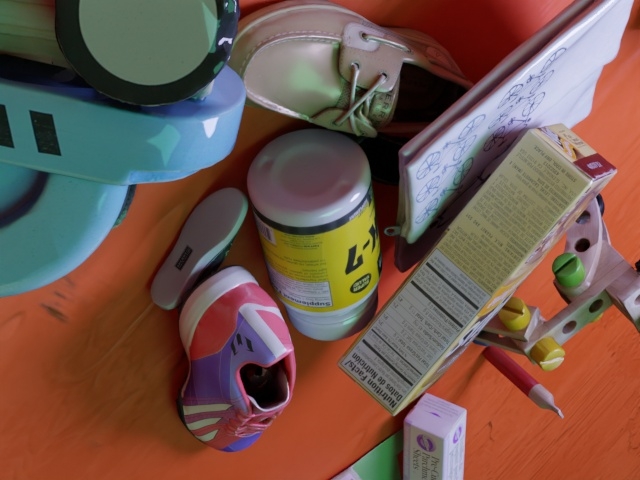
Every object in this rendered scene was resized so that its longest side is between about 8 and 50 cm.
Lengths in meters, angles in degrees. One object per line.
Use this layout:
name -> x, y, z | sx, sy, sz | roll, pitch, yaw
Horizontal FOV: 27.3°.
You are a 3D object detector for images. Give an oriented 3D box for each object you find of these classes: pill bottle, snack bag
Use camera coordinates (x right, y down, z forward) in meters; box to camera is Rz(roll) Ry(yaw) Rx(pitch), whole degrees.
pill bottle -> 0.000, 0.000, 1.308 | 0.119, 0.119, 0.208 | -32, 143, -17
snack bag -> 0.193, -0.108, 1.352 | 0.323, 0.037, 0.342 | -41, 164, -13

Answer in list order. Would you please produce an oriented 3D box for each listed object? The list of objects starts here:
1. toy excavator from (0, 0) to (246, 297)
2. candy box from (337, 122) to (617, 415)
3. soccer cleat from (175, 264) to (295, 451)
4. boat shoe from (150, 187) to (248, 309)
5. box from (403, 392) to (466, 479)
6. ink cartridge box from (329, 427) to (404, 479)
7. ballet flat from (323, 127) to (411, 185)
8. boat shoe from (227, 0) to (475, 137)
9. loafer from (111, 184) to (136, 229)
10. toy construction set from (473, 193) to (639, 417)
toy excavator -> -0.283, -0.038, 0.875 | 0.432, 0.222, 0.445 | 10, 111, -9
candy box -> 0.166, 0.026, 1.372 | 0.316, 0.087, 0.183 | -53, 168, 18
soccer cleat -> -0.079, 0.154, 1.355 | 0.108, 0.116, 0.318 | -32, 152, -23
boat shoe -> -0.113, 0.008, 1.274 | 0.142, 0.049, 0.040 | -52, 153, 15
box -> 0.152, 0.348, 1.782 | 0.063, 0.067, 0.324 | -45, 146, -41
ink cartridge box -> 0.061, 0.359, 1.748 | 0.235, 0.056, 0.171 | -31, 140, -17
ballet flat -> 0.064, -0.082, 1.353 | 0.173, 0.049, 0.057 | 16, 113, -49
boat shoe -> 0.035, -0.149, 1.223 | 0.302, 0.098, 0.109 | 1, 123, -45
loafer -> -0.184, -0.103, 1.069 | 0.096, 0.084, 0.268 | -23, 137, -27
toy construction set -> 0.300, 0.101, 1.588 | 0.257, 0.237, 0.309 | -27, 139, -23
